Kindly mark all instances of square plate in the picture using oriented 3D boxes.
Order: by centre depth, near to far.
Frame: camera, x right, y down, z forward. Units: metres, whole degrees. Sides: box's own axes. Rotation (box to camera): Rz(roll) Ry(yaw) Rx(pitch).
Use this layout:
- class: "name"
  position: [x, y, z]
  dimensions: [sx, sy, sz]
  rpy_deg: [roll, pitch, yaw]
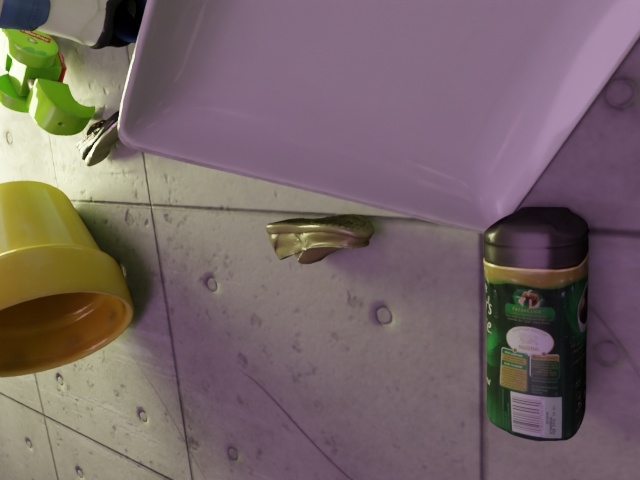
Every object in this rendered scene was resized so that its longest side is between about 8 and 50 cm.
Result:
- class: "square plate"
  position: [0.075, -0.178, 0.354]
  dimensions: [0.347, 0.343, 0.049]
  rpy_deg: [-64, 27, 30]

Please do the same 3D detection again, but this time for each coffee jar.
- class: "coffee jar"
  position: [0.183, 0.065, 0.448]
  dimensions: [0.079, 0.096, 0.185]
  rpy_deg: [3, 105, 32]

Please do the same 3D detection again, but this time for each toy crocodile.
- class: "toy crocodile"
  position: [-0.464, -0.305, 0.814]
  dimensions: [0.341, 0.105, 0.115]
  rpy_deg: [53, 127, 17]

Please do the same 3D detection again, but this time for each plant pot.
- class: "plant pot"
  position: [-0.451, 0.048, 0.822]
  dimensions: [0.254, 0.254, 0.239]
  rpy_deg: [-48, 60, 35]

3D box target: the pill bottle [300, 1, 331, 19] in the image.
- class: "pill bottle"
  position: [0.011, -0.359, 0.375]
  dimensions: [0.210, 0.210, 0.363]
  rpy_deg: [26, 119, 27]

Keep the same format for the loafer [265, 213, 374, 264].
- class: "loafer"
  position: [0.000, 0.000, 0.590]
  dimensions: [0.148, 0.056, 0.050]
  rpy_deg: [3, 106, 46]

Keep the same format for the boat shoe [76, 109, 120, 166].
- class: "boat shoe"
  position: [-0.323, -0.156, 0.778]
  dimensions: [0.133, 0.049, 0.042]
  rpy_deg: [-27, 95, 42]

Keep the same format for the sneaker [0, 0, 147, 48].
- class: "sneaker"
  position: [-0.304, -0.340, 0.667]
  dimensions: [0.127, 0.182, 0.316]
  rpy_deg: [-41, 49, 35]
